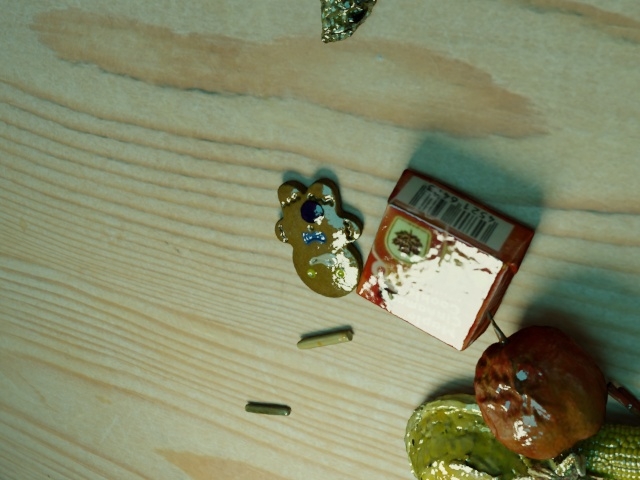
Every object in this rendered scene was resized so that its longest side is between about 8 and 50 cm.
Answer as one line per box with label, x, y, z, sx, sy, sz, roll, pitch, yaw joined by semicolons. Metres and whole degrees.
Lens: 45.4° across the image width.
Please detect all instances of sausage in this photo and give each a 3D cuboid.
sausage;0.007;0.196;1.501;0.132;0.024;0.024;-15;107;37

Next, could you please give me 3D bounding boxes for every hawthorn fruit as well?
hawthorn fruit;0.326;0.211;1.207;0.207;0.207;0.243;-33;92;39

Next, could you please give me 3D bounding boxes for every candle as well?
candle;0.531;0.287;1.234;0.167;0.026;0.021;38;152;4

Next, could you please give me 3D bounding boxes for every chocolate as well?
chocolate;0.191;0.041;1.250;0.237;0.108;0.235;28;129;13

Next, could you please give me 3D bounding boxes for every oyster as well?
oyster;0.036;-0.379;1.147;0.105;0.056;0.177;33;124;2

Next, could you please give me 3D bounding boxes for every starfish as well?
starfish;0.382;0.385;1.235;0.150;0.053;0.209;1;151;25

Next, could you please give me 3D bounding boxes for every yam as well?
yam;-0.116;0.372;1.677;0.116;0.021;0.021;-2;115;31

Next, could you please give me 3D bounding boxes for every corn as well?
corn;0.495;0.338;1.217;0.260;0.091;0.091;-6;153;38

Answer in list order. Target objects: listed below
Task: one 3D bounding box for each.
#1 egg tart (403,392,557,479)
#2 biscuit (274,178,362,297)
egg tart;0.288;0.436;1.397;0.341;0.132;0.341;15;124;23
biscuit;0.000;0.000;1.391;0.180;0.039;0.236;-4;115;32
